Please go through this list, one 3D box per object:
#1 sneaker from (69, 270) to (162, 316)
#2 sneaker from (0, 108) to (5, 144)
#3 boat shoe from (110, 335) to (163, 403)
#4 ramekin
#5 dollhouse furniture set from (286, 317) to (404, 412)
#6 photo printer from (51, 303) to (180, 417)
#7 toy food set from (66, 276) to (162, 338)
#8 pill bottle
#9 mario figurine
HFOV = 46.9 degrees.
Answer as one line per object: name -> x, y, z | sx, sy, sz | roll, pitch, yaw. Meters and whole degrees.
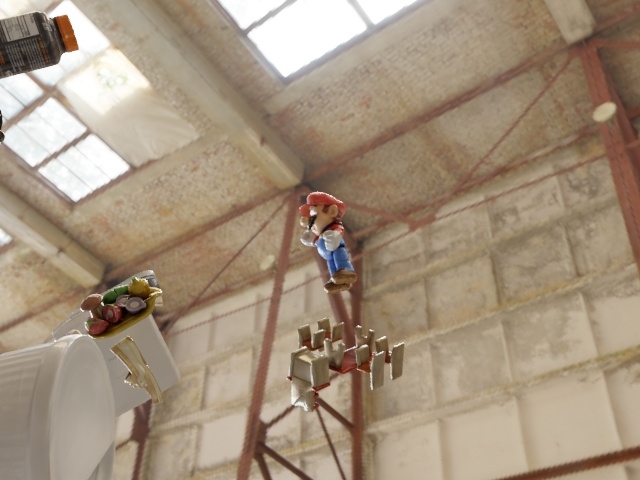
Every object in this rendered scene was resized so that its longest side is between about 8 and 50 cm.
sneaker -> -0.643, 0.223, 2.319 | 0.321, 0.126, 0.127 | -30, -104, 11
sneaker -> -0.971, -0.242, 1.898 | 0.447, 0.258, 0.169 | -43, -132, 32
boat shoe -> -0.409, 0.296, 1.639 | 0.059, 0.170, 0.063 | -30, -174, -20
ramekin -> -0.363, 0.262, 0.951 | 0.127, 0.272, 0.272 | -4, -140, 0
dollhouse furniture set -> 0.039, 0.314, 1.845 | 0.262, 0.135, 0.259 | 14, -160, 41
photo printer -> -0.542, 0.298, 1.953 | 0.256, 0.307, 0.107 | -27, -155, -19
toy food set -> -0.448, 0.142, 1.576 | 0.218, 0.071, 0.128 | -32, -150, -16
pill bottle -> -0.691, -0.453, 1.705 | 0.246, 0.130, 0.130 | -19, -151, -16
mario figurine -> 0.000, 0.000, 2.255 | 0.198, 0.170, 0.320 | -29, -118, 29
